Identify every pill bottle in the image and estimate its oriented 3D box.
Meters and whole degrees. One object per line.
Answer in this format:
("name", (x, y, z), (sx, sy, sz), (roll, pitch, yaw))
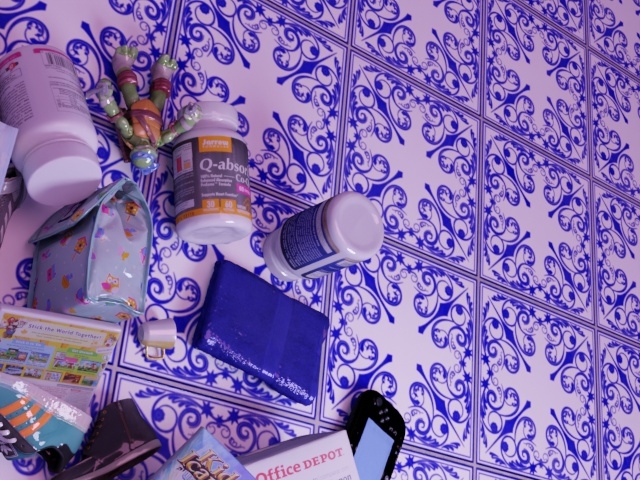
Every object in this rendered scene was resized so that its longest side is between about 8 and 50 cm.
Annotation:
("pill bottle", (-0.232, -0.142, 2.090), (0.162, 0.162, 0.278), (7, 70, -38))
("pill bottle", (0.000, 0.000, 2.162), (0.153, 0.264, 0.153), (16, 64, -37))
("pill bottle", (-0.504, -0.212, 1.828), (0.160, 0.160, 0.283), (5, 48, -39))

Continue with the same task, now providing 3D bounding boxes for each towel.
("towel", (-0.126, 0.200, 2.119), (0.308, 0.076, 0.228), (33, 49, -26))

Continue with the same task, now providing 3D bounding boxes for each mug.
("mug", (-0.325, 0.192, 1.959), (0.064, 0.062, 0.078), (3, 66, -31))

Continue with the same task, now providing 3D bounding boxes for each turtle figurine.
("turtle figurine", (-0.345, -0.299, 2.004), (0.197, 0.275, 0.266), (-11, 54, 1))

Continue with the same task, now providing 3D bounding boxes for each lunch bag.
("lunch bag", (-0.427, 0.025, 1.823), (0.160, 0.223, 0.262), (19, 62, -41))

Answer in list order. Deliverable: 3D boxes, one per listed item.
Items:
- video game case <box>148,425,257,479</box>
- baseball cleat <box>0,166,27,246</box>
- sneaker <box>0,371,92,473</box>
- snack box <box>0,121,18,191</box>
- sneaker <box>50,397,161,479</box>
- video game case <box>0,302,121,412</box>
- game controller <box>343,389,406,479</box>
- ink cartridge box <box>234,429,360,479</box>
("video game case", (-0.198, 0.506, 1.727), (0.269, 0.061, 0.244), (45, 75, 0))
("baseball cleat", (-0.598, -0.052, 1.788), (0.072, 0.109, 0.206), (13, 53, 2))
("sneaker", (-0.520, 0.302, 1.661), (0.302, 0.108, 0.121), (38, 59, -40))
("snack box", (-0.614, -0.099, 1.724), (0.070, 0.207, 0.174), (24, 60, -32))
("sneaker", (-0.416, 0.383, 1.815), (0.222, 0.083, 0.118), (-22, 69, -35))
("video game case", (-0.492, 0.220, 1.743), (0.227, 0.026, 0.206), (15, 109, -35))
("game controller", (0.099, 0.495, 2.196), (0.166, 0.067, 0.319), (40, 53, -22))
("ink cartridge box", (-0.044, 0.588, 1.905), (0.279, 0.160, 0.385), (-10, 81, -41))
